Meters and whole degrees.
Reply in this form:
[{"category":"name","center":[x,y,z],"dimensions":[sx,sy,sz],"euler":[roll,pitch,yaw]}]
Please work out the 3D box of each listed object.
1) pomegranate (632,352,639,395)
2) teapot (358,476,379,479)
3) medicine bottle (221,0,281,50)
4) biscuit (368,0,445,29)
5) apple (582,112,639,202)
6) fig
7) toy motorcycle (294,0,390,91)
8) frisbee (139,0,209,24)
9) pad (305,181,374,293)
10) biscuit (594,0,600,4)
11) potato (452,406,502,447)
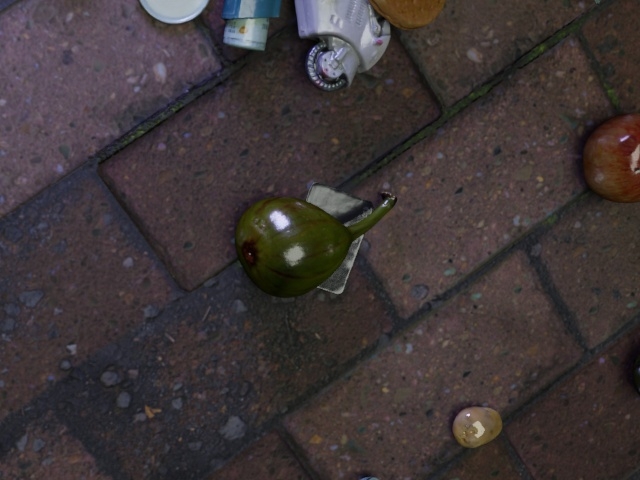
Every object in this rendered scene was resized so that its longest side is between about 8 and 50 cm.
[{"category":"pomegranate","center":[0.630,0.233,1.834],"dimensions":[0.191,0.152,0.131],"euler":[17,86,-28]},{"category":"teapot","center":[0.103,0.496,1.740],"dimensions":[0.159,0.159,0.232],"euler":[-24,96,-11]},{"category":"medicine bottle","center":[-0.105,-0.403,1.533],"dimensions":[0.124,0.079,0.258],"euler":[4,100,-20]},{"category":"biscuit","center":[0.105,-0.450,1.568],"dimensions":[0.202,0.044,0.289],"euler":[-30,104,-42]},{"category":"apple","center":[0.492,-0.131,1.735],"dimensions":[0.146,0.131,0.146],"euler":[-8,106,-29]},{"category":"fig","center":[0.000,0.000,1.628],"dimensions":[0.259,0.151,0.151],"euler":[-12,104,-32]},{"category":"toy motorcycle","center":[0.038,-0.351,1.581],"dimensions":[0.170,0.110,0.260],"euler":[-8,95,-31]},{"category":"frisbee","center":[-0.210,-0.365,1.544],"dimensions":[0.110,0.014,0.110],"euler":[-3,102,-16]},{"category":"pad","center":[0.011,-0.002,1.682],"dimensions":[0.112,0.003,0.157],"euler":[19,94,-19]},{"category":"biscuit","center":[0.353,-0.520,1.646],"dimensions":[0.309,0.079,0.186],"euler":[28,88,-16]},{"category":"potato","center":[0.260,0.307,1.788],"dimensions":[0.083,0.062,0.068],"euler":[-16,121,-35]}]
